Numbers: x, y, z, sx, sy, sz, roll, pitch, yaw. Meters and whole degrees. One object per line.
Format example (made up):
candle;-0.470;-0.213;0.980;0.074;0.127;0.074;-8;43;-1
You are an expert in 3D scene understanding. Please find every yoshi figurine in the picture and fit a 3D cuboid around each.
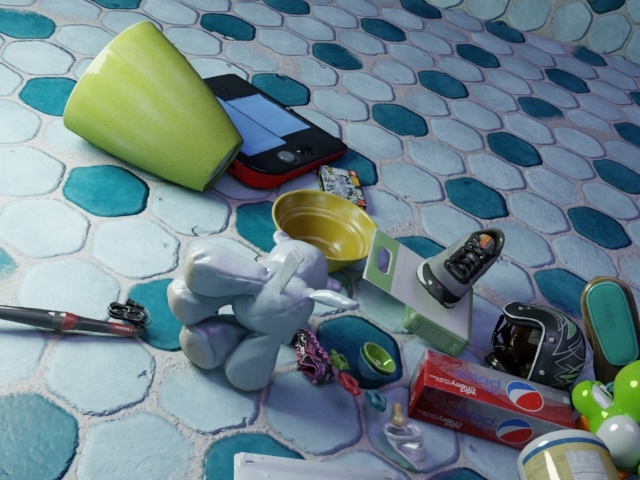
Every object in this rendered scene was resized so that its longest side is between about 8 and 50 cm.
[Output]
yoshi figurine;0.552;0.324;1.239;0.203;0.203;0.362;-33;55;-10

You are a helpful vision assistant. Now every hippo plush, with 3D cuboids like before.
hippo plush;-0.093;0.064;1.311;0.234;0.294;0.236;42;27;-6

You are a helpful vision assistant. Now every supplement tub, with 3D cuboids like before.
supplement tub;0.380;0.396;1.189;0.145;0.144;0.199;11;37;-12

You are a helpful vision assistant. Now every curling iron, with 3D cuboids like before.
curling iron;-0.404;0.119;1.273;0.274;0.035;0.068;4;34;-22

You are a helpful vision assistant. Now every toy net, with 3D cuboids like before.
toy net;0.104;0.257;1.291;0.122;0.045;0.232;21;28;-46

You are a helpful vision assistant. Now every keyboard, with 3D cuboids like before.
keyboard;0.000;0.354;1.178;0.256;0.014;0.072;10;41;-13

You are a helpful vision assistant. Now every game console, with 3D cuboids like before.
game console;-0.169;-0.269;1.882;0.387;0.060;0.342;35;38;20

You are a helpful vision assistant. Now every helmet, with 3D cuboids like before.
helmet;0.392;0.197;1.448;0.169;0.169;0.162;-17;35;-40

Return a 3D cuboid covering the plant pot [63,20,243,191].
plant pot;-0.312;-0.240;1.637;0.294;0.274;0.274;39;37;-1

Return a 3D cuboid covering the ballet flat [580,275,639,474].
ballet flat;0.530;0.229;1.426;0.124;0.116;0.342;5;71;-71

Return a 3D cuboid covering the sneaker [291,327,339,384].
sneaker;-0.023;0.194;1.355;0.057;0.047;0.119;-24;52;-31

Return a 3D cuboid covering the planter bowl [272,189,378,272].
planter bowl;0.000;0.000;1.578;0.217;0.090;0.217;14;35;-10

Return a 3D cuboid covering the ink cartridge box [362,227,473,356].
ink cartridge box;0.178;0.095;1.526;0.235;0.056;0.171;30;35;-8

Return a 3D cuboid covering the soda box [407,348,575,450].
soda box;0.283;0.275;1.356;0.264;0.083;0.092;17;35;-3

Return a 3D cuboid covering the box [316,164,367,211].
box;0.046;-0.115;1.807;0.094;0.027;0.137;9;36;-17

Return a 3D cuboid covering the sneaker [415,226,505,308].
sneaker;0.269;0.039;1.532;0.100;0.108;0.271;46;36;8
